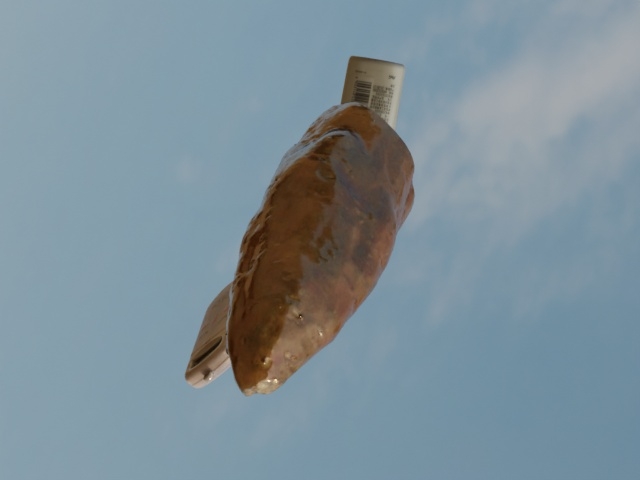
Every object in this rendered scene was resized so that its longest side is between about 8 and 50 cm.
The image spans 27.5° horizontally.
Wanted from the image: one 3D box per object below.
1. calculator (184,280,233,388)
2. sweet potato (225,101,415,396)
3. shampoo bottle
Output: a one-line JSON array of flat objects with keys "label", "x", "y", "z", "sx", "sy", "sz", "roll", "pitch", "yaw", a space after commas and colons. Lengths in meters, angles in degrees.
[{"label": "calculator", "x": -0.126, "y": 0.118, "z": 1.687, "sx": 0.100, "sy": 0.032, "sz": 0.175, "roll": -40, "pitch": -158, "yaw": 35}, {"label": "sweet potato", "x": 0.000, "y": 0.000, "z": 0.805, "sx": 0.097, "sy": 0.097, "sz": 0.251, "roll": -38, "pitch": -163, "yaw": 37}, {"label": "shampoo bottle", "x": 0.064, "y": -0.150, "z": 1.902, "sx": 0.056, "sy": 0.086, "sz": 0.227, "roll": -31, "pitch": 131, "yaw": -83}]
